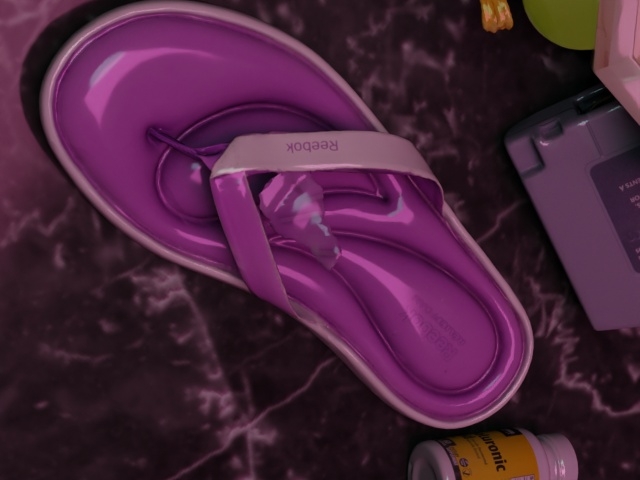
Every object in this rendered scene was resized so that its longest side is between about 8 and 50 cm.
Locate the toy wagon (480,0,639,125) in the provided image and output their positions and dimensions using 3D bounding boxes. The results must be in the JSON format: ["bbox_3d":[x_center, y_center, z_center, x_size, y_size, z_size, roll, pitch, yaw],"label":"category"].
[{"bbox_3d":[0.275,-0.162,0.996,0.344,0.068,0.267,5,101,7],"label":"toy wagon"}]

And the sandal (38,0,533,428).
[{"bbox_3d":[0.009,-0.013,1.009,0.416,0.102,0.169,36,87,-28],"label":"sandal"}]

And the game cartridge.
[{"bbox_3d":[0.302,-0.053,1.102,0.294,0.060,0.196,-23,112,11],"label":"game cartridge"}]

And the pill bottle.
[{"bbox_3d":[0.128,0.173,1.136,0.116,0.065,0.065,-5,106,-24],"label":"pill bottle"}]
